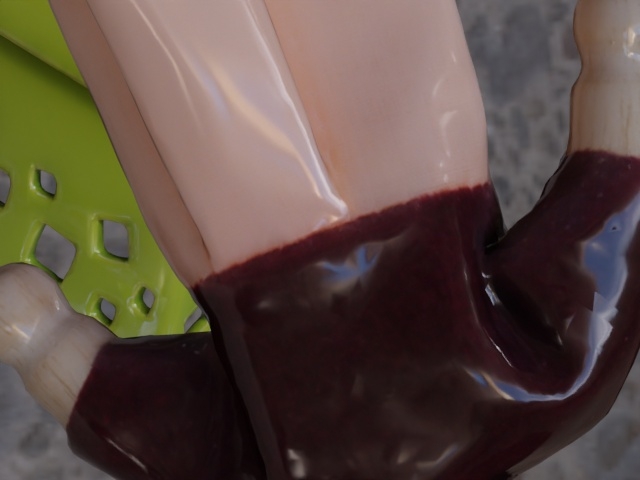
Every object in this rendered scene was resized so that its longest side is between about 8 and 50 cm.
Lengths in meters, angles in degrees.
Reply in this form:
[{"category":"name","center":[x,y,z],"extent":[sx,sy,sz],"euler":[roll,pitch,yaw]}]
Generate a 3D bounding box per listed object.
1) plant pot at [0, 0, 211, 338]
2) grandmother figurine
[{"category":"plant pot","center":[-0.102,-0.071,1.043],"extent":[0.227,0.228,0.207],"euler":[-40,158,-52]},{"category":"grandmother figurine","center":[0.000,0.000,0.490],"extent":[0.342,0.207,0.104],"euler":[67,26,-2]}]
